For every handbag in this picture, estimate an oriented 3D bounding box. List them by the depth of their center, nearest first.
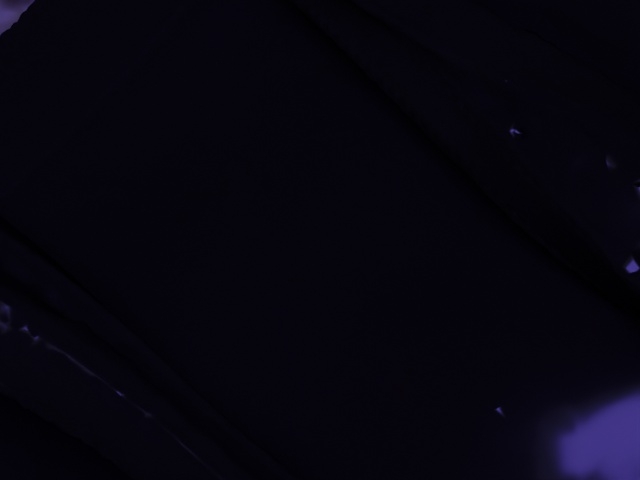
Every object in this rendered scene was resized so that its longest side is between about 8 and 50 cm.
[{"bbox_3d":[0.000,0.000,0.418,0.257,0.113,0.285,38,78,17],"label":"handbag"}]
